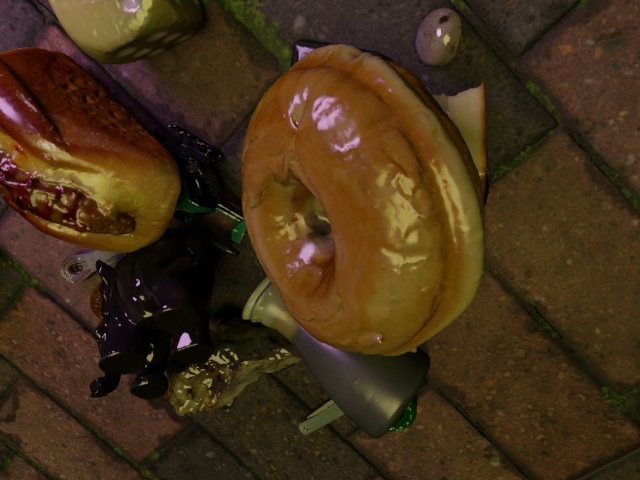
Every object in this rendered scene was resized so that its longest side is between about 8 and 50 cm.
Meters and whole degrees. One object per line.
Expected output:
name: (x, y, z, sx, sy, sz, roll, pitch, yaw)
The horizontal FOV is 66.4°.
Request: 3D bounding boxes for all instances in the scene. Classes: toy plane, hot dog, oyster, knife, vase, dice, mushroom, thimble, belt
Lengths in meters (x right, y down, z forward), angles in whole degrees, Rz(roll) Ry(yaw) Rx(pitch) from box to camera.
toy plane: (-0.225, -0.088, 0.898, 0.382, 0.106, 0.155, 30, 120, -3)
hot dog: (-0.414, -0.148, 0.767, 0.405, 0.223, 0.185, 42, 116, 22)
oyster: (-0.156, 0.239, 0.984, 0.337, 0.133, 0.197, -8, 79, -5)
knife: (0.014, 0.377, 1.072, 0.162, 0.023, 0.044, -37, 103, 21)
vase: (0.018, 0.187, 0.877, 0.321, 0.173, 0.173, 34, 114, 11)
dice: (-0.298, -0.381, 0.752, 0.166, 0.169, 0.169, -19, 107, 18)
mushroom: (0.191, -0.308, 0.749, 0.079, 0.085, 0.085, -1, 116, -26)
thimble: (0.129, 0.321, 0.991, 0.130, 0.090, 0.118, -16, 112, 15)
belt: (-0.437, 0.025, 1.003, 0.232, 0.053, 0.071, -20, 105, 18)

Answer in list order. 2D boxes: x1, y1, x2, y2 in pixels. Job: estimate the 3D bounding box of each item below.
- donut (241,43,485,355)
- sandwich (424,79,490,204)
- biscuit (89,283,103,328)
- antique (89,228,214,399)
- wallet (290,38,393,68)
donut: (0.038, -0.037, 0.685, 0.449, 0.198, 0.448, 38, 139, 42)
sandwich: (0.211, -0.142, 0.790, 0.108, 0.220, 0.185, -1, 74, 14)
biscuit: (-0.443, 0.164, 1.073, 0.124, 0.026, 0.174, 9, 112, 8)
antique: (-0.304, 0.118, 0.890, 0.322, 0.255, 0.185, -42, 137, 23)
wallet: (0.019, -0.202, 0.832, 0.169, 0.052, 0.245, 13, 115, 9)
